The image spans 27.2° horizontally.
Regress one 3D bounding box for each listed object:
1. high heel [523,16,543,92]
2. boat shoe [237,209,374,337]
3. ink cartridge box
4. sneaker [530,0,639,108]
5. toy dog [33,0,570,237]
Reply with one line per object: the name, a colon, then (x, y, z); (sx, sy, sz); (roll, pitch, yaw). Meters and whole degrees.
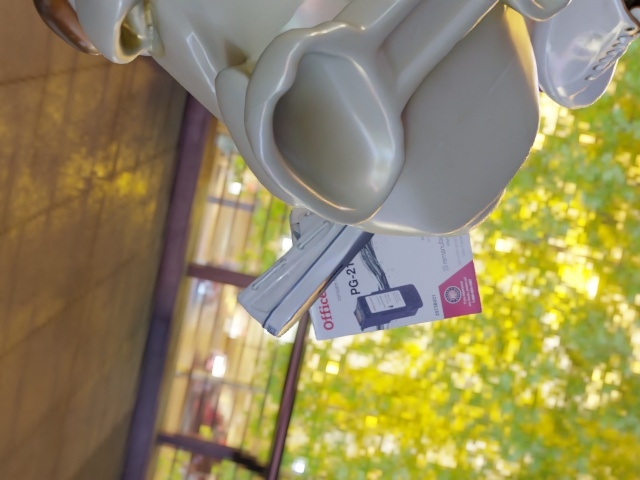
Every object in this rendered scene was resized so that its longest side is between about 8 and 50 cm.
high heel: (0.236, -0.273, 1.539); (0.082, 0.244, 0.117); (-41, -161, -22)
boat shoe: (0.000, 0.000, 1.646); (0.258, 0.084, 0.095); (-48, 170, -14)
ink cartridge box: (0.089, 0.027, 1.817); (0.100, 0.237, 0.172); (-93, 171, -60)
sneaker: (0.273, -0.205, 1.241); (0.106, 0.123, 0.290); (-43, 152, -18)
toy dog: (-0.034, -0.199, 0.939); (0.284, 0.408, 0.395); (-52, 148, -4)
